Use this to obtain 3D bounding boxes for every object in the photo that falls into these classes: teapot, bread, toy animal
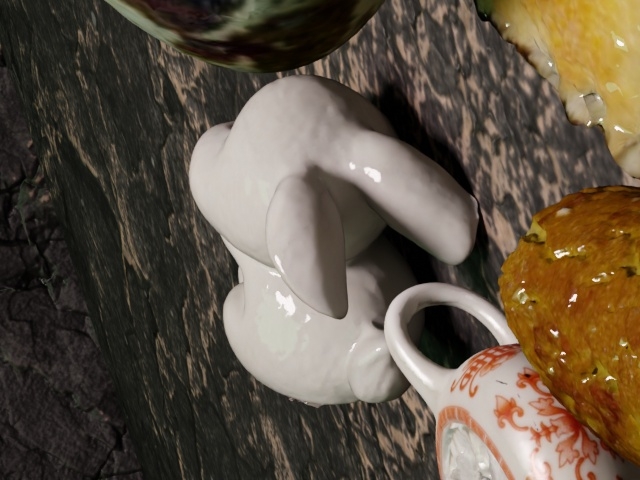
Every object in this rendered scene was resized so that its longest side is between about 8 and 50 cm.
[{"bbox_3d":[0.106,0.118,0.831,0.245,0.116,0.159,58,171,34],"label":"teapot"},{"bbox_3d":[0.150,0.042,0.566,0.132,0.103,0.172,36,175,-22],"label":"bread"},{"bbox_3d":[0.005,0.007,1.014,0.193,0.127,0.178,93,152,-47],"label":"toy animal"}]

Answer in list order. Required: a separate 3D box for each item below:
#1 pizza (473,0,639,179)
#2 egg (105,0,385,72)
[{"bbox_3d":[0.086,-0.216,0.617,0.435,0.080,0.392,111,139,-66],"label":"pizza"},{"bbox_3d":[-0.033,-0.157,0.635,0.231,0.169,0.169,75,168,-52],"label":"egg"}]
